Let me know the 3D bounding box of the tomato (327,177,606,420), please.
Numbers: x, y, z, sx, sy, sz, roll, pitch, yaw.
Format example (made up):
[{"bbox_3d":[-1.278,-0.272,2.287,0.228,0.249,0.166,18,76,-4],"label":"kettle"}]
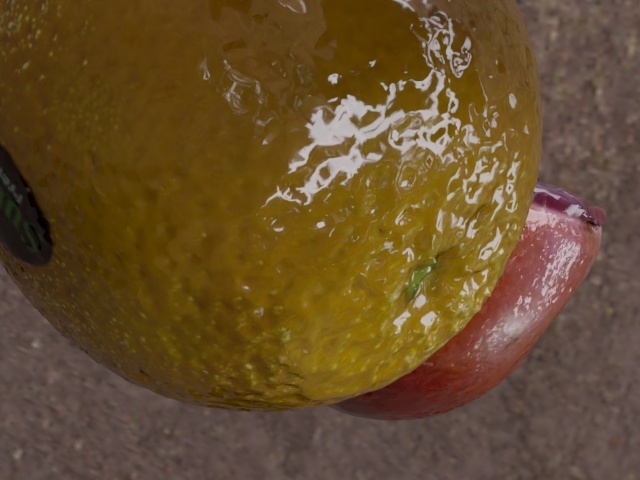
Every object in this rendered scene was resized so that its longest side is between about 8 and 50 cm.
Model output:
[{"bbox_3d":[-0.003,0.003,0.954,0.289,0.335,0.176,19,96,-20],"label":"tomato"}]

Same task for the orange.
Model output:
[{"bbox_3d":[-0.031,-0.050,0.579,0.236,0.236,0.236,-14,111,-41],"label":"orange"}]
